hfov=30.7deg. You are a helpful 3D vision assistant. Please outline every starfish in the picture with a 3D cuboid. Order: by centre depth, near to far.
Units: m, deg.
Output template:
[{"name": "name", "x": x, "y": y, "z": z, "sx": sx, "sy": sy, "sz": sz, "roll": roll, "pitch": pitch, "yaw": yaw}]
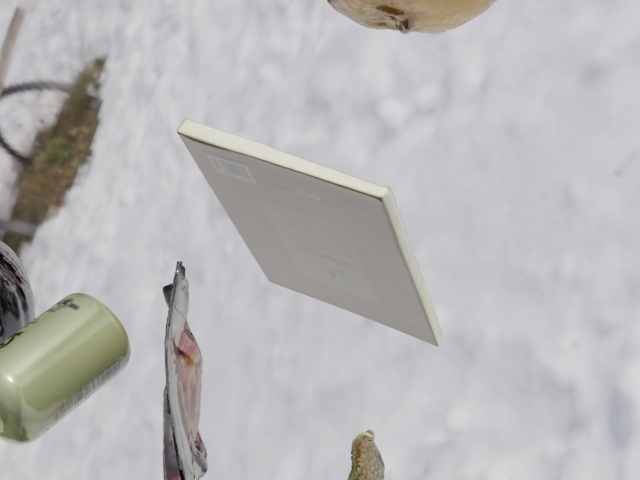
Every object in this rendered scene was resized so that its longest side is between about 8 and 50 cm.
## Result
[{"name": "starfish", "x": -0.001, "y": 0.224, "z": 0.982, "sx": 0.176, "sy": 0.208, "sz": 0.053, "roll": -22, "pitch": 59, "yaw": 18}]

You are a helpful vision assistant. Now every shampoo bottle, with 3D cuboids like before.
[{"name": "shampoo bottle", "x": -0.232, "y": 0.113, "z": 0.933, "sx": 0.162, "sy": 0.079, "sz": 0.079, "roll": -39, "pitch": -3, "yaw": -39}]

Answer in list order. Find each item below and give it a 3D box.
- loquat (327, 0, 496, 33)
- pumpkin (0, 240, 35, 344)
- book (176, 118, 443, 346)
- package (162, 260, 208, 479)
[{"name": "loquat", "x": 0.104, "y": -0.365, "z": 1.256, "sx": 0.276, "sy": 0.276, "sz": 0.284, "roll": -27, "pitch": 43, "yaw": 62}, {"name": "pumpkin", "x": -0.368, "y": 0.066, "z": 1.030, "sx": 0.233, "sy": 0.233, "sz": 0.163, "roll": -124, "pitch": 35, "yaw": -66}, {"name": "book", "x": 0.000, "y": 0.000, "z": 1.142, "sx": 0.021, "sy": 0.217, "sz": 0.310, "roll": -61, "pitch": -25, "yaw": -19}, {"name": "package", "x": -0.103, "y": 0.099, "z": 0.873, "sx": 0.239, "sy": 0.030, "sz": 0.154, "roll": 139, "pitch": 127, "yaw": -82}]
